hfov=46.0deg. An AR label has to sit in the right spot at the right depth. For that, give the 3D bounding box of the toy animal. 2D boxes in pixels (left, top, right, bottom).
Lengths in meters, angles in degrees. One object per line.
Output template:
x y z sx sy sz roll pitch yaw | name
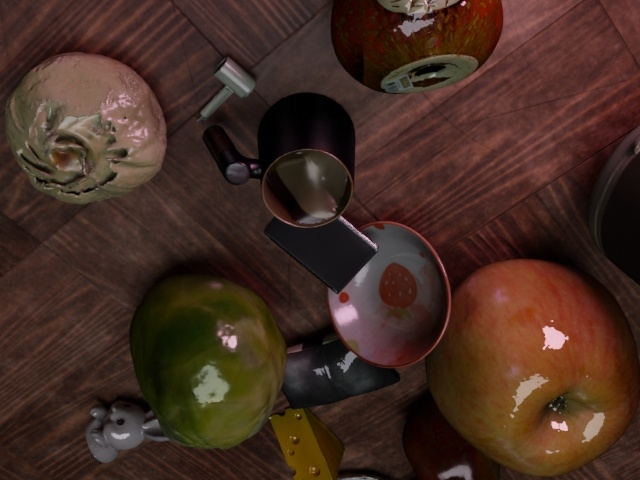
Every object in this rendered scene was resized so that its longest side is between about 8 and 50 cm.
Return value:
-0.385 0.378 1.577 0.220 0.104 0.131 -25 120 14 | toy animal

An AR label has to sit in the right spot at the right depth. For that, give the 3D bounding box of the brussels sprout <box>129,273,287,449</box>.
-0.204 0.220 1.390 0.268 0.344 0.344 -21 130 -29 | brussels sprout

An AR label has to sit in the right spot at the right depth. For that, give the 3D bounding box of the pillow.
0.015 0.260 1.508 0.249 0.106 0.186 -20 129 15 | pillow

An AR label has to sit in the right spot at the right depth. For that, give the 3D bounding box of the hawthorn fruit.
0.272 0.451 1.559 0.208 0.248 0.208 1 127 2 | hawthorn fruit

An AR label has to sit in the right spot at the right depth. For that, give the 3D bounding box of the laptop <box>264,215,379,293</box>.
0.000 0.000 1.355 0.180 0.016 0.129 39 116 -3 | laptop

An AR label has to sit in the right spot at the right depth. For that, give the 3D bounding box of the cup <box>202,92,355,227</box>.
-0.058 -0.116 1.209 0.239 0.177 0.166 -11 124 6 | cup

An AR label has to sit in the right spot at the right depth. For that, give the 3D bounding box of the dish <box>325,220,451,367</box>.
0.137 0.096 1.367 0.085 0.260 0.260 -3 138 -53 | dish

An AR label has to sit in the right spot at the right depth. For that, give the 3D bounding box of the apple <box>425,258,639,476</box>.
0.379 0.225 1.354 0.391 0.346 0.392 -1 118 -2 | apple

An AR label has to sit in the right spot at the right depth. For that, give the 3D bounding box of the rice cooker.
0.622 -0.036 1.200 0.335 0.325 0.335 -12 125 -18 | rice cooker

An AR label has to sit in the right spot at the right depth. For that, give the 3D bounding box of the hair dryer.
-0.164 -0.235 1.216 0.063 0.038 0.124 38 122 -22 | hair dryer

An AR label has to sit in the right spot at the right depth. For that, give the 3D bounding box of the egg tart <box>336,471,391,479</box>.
0.086 0.646 1.779 0.234 0.094 0.234 0 123 1 | egg tart

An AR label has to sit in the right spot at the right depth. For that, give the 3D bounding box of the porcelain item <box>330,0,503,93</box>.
0.128 -0.337 1.072 0.252 0.253 0.253 -1 124 -1 | porcelain item

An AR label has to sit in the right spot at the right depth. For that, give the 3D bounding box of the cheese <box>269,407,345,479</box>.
-0.035 0.440 1.649 0.093 0.126 0.171 -26 103 22 | cheese

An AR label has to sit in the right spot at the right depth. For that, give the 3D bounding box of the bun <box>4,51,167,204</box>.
-0.369 -0.164 1.185 0.259 0.152 0.259 1 123 1 | bun
